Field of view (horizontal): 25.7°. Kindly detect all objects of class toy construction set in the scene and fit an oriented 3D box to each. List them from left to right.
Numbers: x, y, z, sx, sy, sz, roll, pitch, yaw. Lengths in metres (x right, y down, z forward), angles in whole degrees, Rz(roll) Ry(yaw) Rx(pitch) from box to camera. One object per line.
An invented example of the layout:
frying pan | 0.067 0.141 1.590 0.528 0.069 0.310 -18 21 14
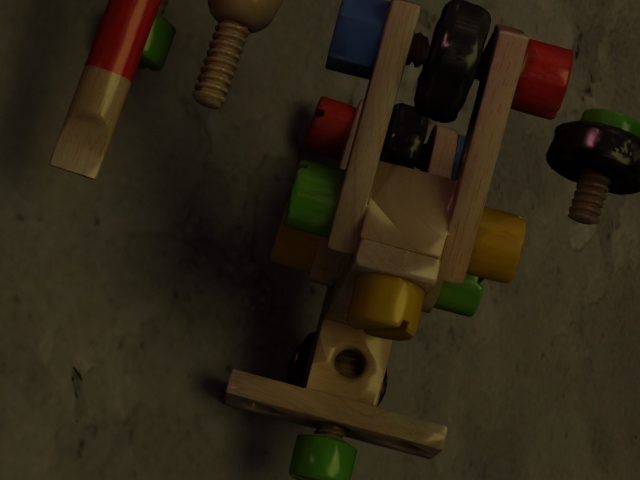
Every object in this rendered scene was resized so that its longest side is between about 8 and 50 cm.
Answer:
toy construction set | 0.000 0.000 0.726 0.308 0.257 0.237 24 79 -26
